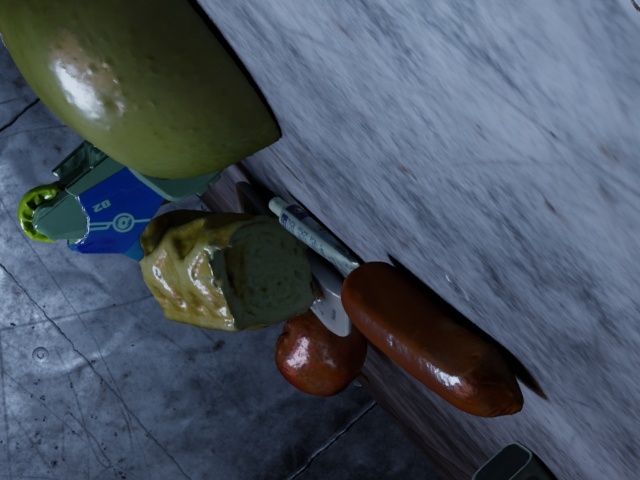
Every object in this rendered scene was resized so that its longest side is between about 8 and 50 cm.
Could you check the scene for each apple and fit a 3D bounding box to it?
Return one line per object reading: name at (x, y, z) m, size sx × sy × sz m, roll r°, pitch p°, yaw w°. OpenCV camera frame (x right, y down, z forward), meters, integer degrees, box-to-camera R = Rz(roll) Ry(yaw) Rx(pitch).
apple at (-0.198, -0.231, 1.545) m, size 0.360 × 0.311 × 0.320 m, roll 55°, pitch -144°, yaw -38°

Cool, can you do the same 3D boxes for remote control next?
remote control at (-0.039, 0.024, 2.230) m, size 0.313 × 0.055 × 0.109 m, roll 48°, pitch 157°, yaw 31°

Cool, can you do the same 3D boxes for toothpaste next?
toothpaste at (0.000, 0.000, 1.850) m, size 0.216 × 0.037 × 0.062 m, roll 39°, pitch 170°, yaw 38°

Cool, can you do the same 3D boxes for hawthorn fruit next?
hawthorn fruit at (0.015, 0.212, 2.537) m, size 0.200 × 0.179 × 0.179 m, roll 32°, pitch 174°, yaw 2°

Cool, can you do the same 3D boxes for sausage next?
sausage at (0.115, 0.109, 1.457) m, size 0.300 × 0.083 × 0.089 m, roll 39°, pitch 157°, yaw 54°

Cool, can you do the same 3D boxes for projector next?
projector at (0.265, 0.331, 1.794) m, size 0.082 × 0.083 × 0.083 m, roll 50°, pitch 174°, yaw -15°

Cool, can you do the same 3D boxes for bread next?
bread at (-0.149, 0.045, 2.145) m, size 0.252 × 0.196 × 0.239 m, roll 10°, pitch 131°, yaw 46°

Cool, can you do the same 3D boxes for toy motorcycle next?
toy motorcycle at (-0.298, -0.085, 2.082) m, size 0.200 × 0.326 × 0.191 m, roll 49°, pitch 175°, yaw -26°

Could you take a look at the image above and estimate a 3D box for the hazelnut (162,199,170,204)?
hazelnut at (-0.312, -0.152, 2.552) m, size 0.204 × 0.178 × 0.178 m, roll 35°, pitch 167°, yaw 34°
